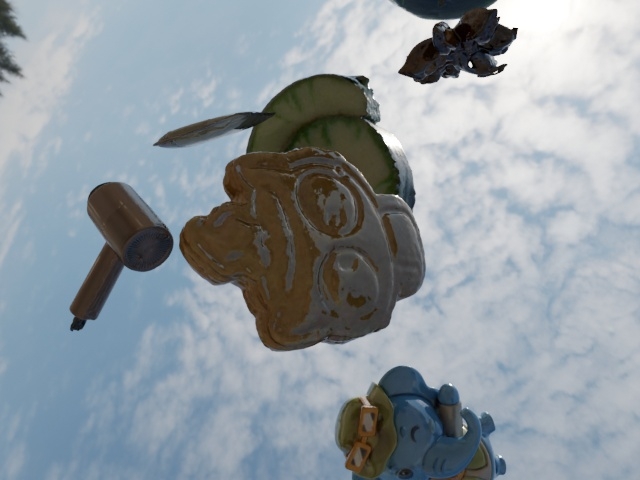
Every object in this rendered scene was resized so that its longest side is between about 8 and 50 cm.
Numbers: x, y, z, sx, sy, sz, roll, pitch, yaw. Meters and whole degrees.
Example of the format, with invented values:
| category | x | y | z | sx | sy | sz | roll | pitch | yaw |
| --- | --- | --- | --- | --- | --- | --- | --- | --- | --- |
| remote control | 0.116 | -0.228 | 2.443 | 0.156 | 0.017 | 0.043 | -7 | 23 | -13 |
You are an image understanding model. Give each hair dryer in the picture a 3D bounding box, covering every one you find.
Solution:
| category | x | y | z | sx | sy | sz | roll | pitch | yaw |
| --- | --- | --- | --- | --- | --- | --- | --- | --- | --- |
| hair dryer | -0.255 | 0.029 | 0.591 | 0.117 | 0.064 | 0.182 | 40 | -77 | 33 |

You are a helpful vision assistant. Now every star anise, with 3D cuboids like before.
| category | x | y | z | sx | sy | sz | roll | pitch | yaw |
| --- | --- | --- | --- | --- | --- | --- | --- | --- | --- |
| star anise | 0.181 | -0.254 | 0.666 | 0.167 | 0.167 | 0.057 | -15 | -105 | 32 |

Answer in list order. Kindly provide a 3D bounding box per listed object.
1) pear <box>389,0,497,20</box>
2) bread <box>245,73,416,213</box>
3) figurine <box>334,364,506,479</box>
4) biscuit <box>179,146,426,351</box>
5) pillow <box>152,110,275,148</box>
| category | x | y | z | sx | sy | sz | roll | pitch | yaw |
| --- | --- | --- | --- | --- | --- | --- | --- | --- | --- |
| pear | 0.229 | -0.568 | 0.964 | 0.398 | 0.399 | 0.165 | -5 | -119 | 37 |
| bread | 0.022 | -0.141 | 1.004 | 0.366 | 0.129 | 0.382 | 26 | -75 | 27 |
| figurine | 0.151 | 0.287 | 0.740 | 0.154 | 0.261 | 0.180 | -104 | -162 | -60 |
| biscuit | 0.003 | -0.002 | 0.649 | 0.051 | 0.375 | 0.270 | -30 | -112 | 49 |
| pillow | -0.197 | -0.209 | 0.940 | 0.232 | 0.130 | 0.038 | -11 | -82 | 23 |
